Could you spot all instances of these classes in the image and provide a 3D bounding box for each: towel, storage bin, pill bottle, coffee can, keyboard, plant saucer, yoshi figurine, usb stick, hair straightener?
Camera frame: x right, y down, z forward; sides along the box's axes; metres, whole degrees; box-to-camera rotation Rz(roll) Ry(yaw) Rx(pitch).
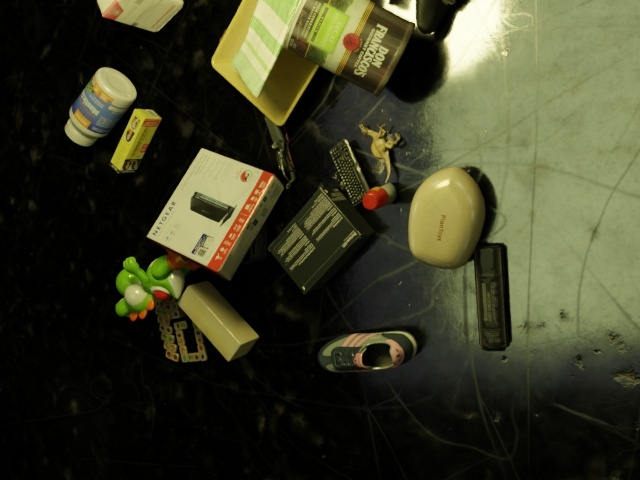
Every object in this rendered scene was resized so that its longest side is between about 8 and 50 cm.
[{"bbox_3d":[-0.143,-0.582,1.676,0.325,0.038,0.248,-60,36,23],"label":"towel"},{"bbox_3d":[-0.266,-0.002,1.957,0.180,0.084,0.122,9,101,30],"label":"storage bin"},{"bbox_3d":[-0.777,-0.457,2.157,0.272,0.152,0.152,-41,76,27],"label":"pill bottle"},{"bbox_3d":[0.071,-0.516,1.560,0.275,0.201,0.202,26,112,-5],"label":"coffee can"},{"bbox_3d":[0.074,-0.185,1.752,0.108,0.023,0.180,-37,72,48],"label":"keyboard"},{"bbox_3d":[-0.122,-0.558,1.800,0.333,0.081,0.333,44,115,18],"label":"plant saucer"},{"bbox_3d":[-0.570,0.109,2.076,0.362,0.203,0.203,-38,112,19],"label":"yoshi figurine"},{"bbox_3d":[0.438,0.145,1.585,0.077,0.045,0.278,-3,95,24],"label":"usb stick"},{"bbox_3d":[-0.125,-0.267,1.835,0.047,0.089,0.231,-11,91,29],"label":"hair straightener"}]

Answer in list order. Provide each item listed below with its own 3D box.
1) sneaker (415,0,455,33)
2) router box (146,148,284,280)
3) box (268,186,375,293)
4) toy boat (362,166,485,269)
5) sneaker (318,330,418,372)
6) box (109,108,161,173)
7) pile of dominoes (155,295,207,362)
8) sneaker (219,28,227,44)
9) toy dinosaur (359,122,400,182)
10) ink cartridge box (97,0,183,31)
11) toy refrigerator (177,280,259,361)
[{"bbox_3d":[0.335,-0.657,1.492,0.146,0.122,0.331,27,110,27],"label":"sneaker"},{"bbox_3d":[-0.320,-0.085,1.883,0.301,0.082,0.336,22,76,28],"label":"router box"},{"bbox_3d":[0.000,0.000,1.790,0.261,0.103,0.184,-47,70,26],"label":"box"},{"bbox_3d":[0.270,-0.081,1.611,0.318,0.148,0.268,20,111,19],"label":"toy boat"},{"bbox_3d":[0.108,0.322,1.751,0.319,0.131,0.112,-18,88,31],"label":"sneaker"},{"bbox_3d":[-0.639,-0.341,2.131,0.058,0.087,0.232,41,114,17],"label":"box"},{"bbox_3d":[-0.505,0.310,2.165,0.195,0.040,0.251,-13,89,31],"label":"pile of dominoes"},{"bbox_3d":[-0.300,-0.602,1.926,0.057,0.047,0.119,44,115,40],"label":"sneaker"},{"bbox_3d":[0.176,-0.256,1.692,0.092,0.053,0.183,-42,67,43],"label":"toy dinosaur"},{"bbox_3d":[-0.569,-0.762,1.955,0.158,0.218,0.092,-30,76,30],"label":"ink cartridge box"},{"bbox_3d":[-0.337,0.263,2.024,0.269,0.102,0.094,45,116,17],"label":"toy refrigerator"}]
